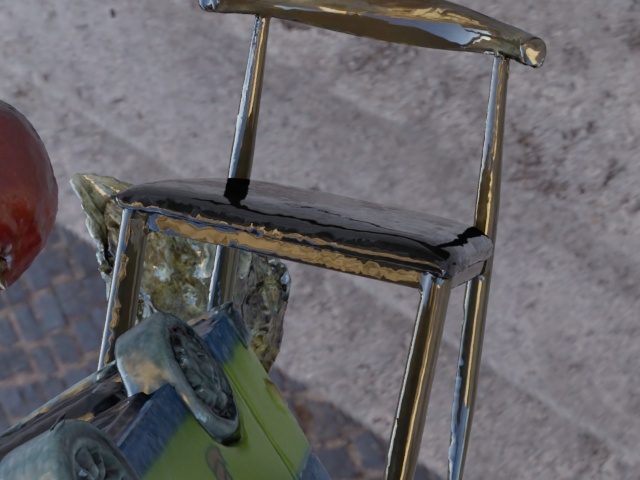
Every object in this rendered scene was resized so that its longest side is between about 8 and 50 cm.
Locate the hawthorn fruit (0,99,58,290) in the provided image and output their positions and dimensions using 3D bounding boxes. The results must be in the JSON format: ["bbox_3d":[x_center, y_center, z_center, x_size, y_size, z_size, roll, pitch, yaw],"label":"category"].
[{"bbox_3d":[-0.357,-0.028,1.549,0.189,0.190,0.251,-53,47,34],"label":"hawthorn fruit"}]

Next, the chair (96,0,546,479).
[{"bbox_3d":[0.000,0.000,0.768,0.188,0.166,0.272,11,97,16],"label":"chair"}]

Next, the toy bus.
[{"bbox_3d":[-0.076,0.150,0.548,0.152,0.312,0.190,-31,96,12],"label":"toy bus"}]

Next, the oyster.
[{"bbox_3d":[-0.137,0.045,1.489,0.158,0.162,0.351,-2,146,30],"label":"oyster"}]
